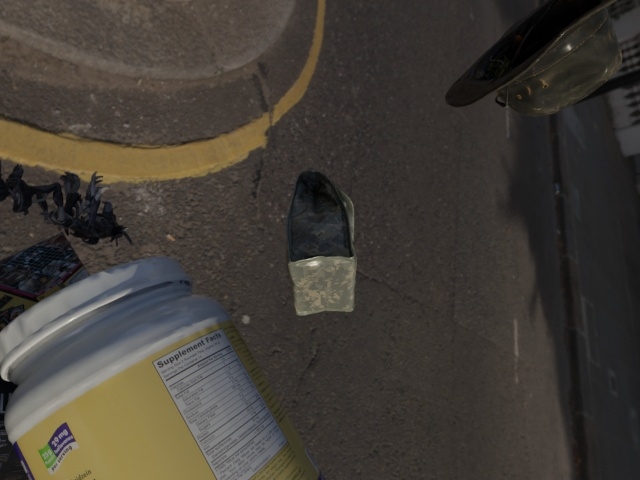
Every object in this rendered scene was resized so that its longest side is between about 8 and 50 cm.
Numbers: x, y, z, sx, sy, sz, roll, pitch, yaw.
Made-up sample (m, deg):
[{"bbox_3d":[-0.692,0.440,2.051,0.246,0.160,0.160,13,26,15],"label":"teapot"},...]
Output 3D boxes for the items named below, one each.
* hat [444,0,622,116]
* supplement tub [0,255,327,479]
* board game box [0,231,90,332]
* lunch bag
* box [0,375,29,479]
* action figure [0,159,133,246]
[{"bbox_3d":[0.369,-0.284,0.730,0.134,0.331,0.331,47,48,-13],"label":"hat"},{"bbox_3d":[-0.163,0.208,0.489,0.241,0.241,0.331,-23,77,-48],"label":"supplement tub"},{"bbox_3d":[-0.515,0.101,0.768,0.243,0.165,0.042,-31,148,-26],"label":"board game box"},{"bbox_3d":[0.000,0.000,1.111,0.235,0.169,0.286,87,-2,-51],"label":"lunch bag"},{"bbox_3d":[-0.464,0.277,0.627,0.308,0.242,0.076,9,40,-38],"label":"box"},{"bbox_3d":[-0.490,-0.075,0.920,0.276,0.164,0.140,33,64,-57],"label":"action figure"}]
